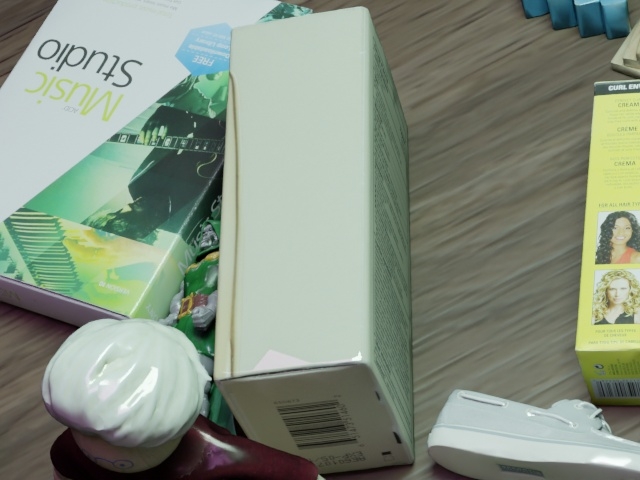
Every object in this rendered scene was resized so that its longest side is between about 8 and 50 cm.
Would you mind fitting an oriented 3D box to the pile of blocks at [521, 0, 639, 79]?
[{"bbox_3d":[0.249,-0.226,1.463,0.362,0.112,0.149,21,65,27],"label":"pile of blocks"}]

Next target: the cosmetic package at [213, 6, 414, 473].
[{"bbox_3d":[0.000,0.000,1.356,0.113,0.160,0.309,-8,54,11],"label":"cosmetic package"}]

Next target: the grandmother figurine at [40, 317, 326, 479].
[{"bbox_3d":[-0.083,0.158,1.158,0.208,0.342,0.104,-4,56,14],"label":"grandmother figurine"}]

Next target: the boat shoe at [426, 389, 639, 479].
[{"bbox_3d":[0.167,0.139,1.278,0.184,0.066,0.063,3,59,30],"label":"boat shoe"}]

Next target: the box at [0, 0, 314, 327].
[{"bbox_3d":[-0.169,-0.081,1.521,0.232,0.058,0.322,16,63,25],"label":"box"}]

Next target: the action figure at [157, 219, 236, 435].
[{"bbox_3d":[-0.094,0.078,1.378,0.137,0.063,0.232,-28,37,38],"label":"action figure"}]

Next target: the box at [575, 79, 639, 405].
[{"bbox_3d":[0.225,-0.001,1.337,0.058,0.087,0.232,-2,58,17],"label":"box"}]
